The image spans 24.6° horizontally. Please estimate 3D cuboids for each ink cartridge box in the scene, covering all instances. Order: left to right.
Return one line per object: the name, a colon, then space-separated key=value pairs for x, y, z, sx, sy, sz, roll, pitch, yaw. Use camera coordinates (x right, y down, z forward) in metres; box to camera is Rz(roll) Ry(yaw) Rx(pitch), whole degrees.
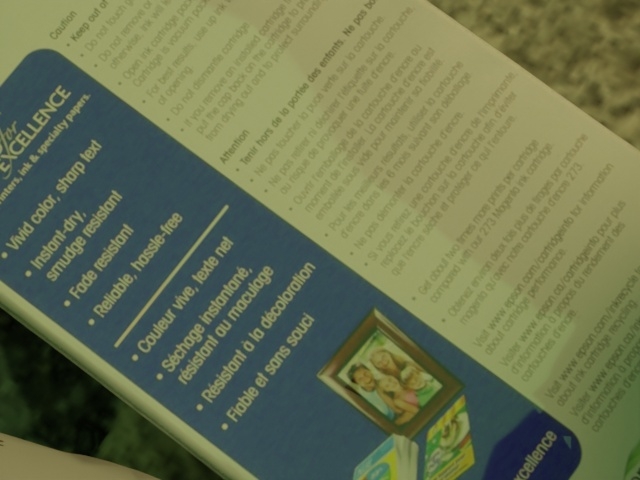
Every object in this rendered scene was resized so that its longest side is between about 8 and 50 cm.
ink cartridge box: x=0.000 y=0.000 z=0.519 sx=0.371 sy=0.069 sz=0.176 roll=37 pitch=80 yaw=5

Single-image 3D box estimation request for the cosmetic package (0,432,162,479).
cosmetic package: x=-0.099 y=0.188 z=0.463 sx=0.117 sy=0.085 sz=0.231 roll=15 pitch=103 yaw=6
